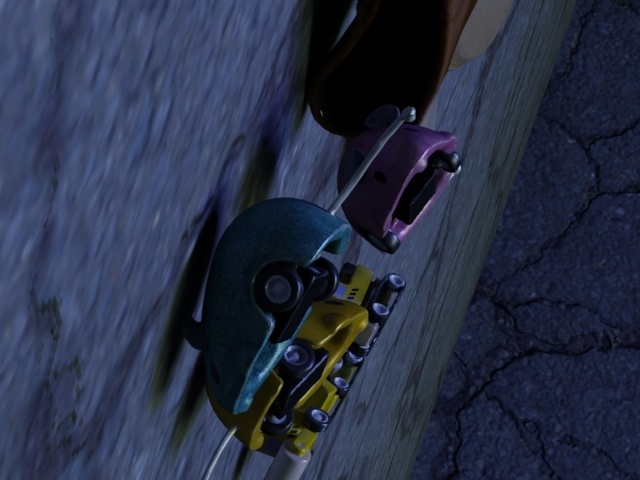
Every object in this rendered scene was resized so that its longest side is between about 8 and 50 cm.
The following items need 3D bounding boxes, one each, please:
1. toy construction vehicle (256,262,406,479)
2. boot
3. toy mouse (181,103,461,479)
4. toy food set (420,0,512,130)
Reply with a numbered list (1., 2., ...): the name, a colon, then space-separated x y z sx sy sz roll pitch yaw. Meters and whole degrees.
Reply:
1. toy construction vehicle: -0.003 0.052 0.733 0.086 0.035 0.098 -63 176 34
2. boot: 0.072 -0.204 0.559 0.280 0.096 0.264 -57 173 -37
3. toy mouse: 0.000 0.000 0.528 0.161 0.031 0.143 -47 164 -32
4. toy food set: 0.059 -0.128 0.746 0.132 0.038 0.192 91 22 -44
